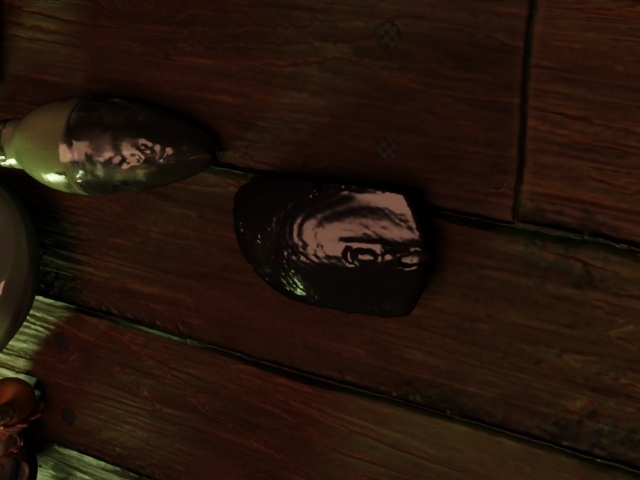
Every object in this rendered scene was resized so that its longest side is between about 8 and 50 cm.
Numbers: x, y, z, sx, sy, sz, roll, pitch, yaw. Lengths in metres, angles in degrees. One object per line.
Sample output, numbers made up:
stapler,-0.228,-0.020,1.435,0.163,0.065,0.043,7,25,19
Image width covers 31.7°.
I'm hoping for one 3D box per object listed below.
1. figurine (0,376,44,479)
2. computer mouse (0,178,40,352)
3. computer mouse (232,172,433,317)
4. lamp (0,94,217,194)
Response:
figurine,-0.380,0.255,1.354,0.111,0.102,0.195,32,120,23
computer mouse,-0.407,0.057,1.292,0.331,0.095,0.197,-39,64,43
computer mouse,0.000,0.000,1.018,0.217,0.073,0.122,9,113,29
lamp,-0.218,-0.094,1.112,0.250,0.101,0.101,2,110,20
